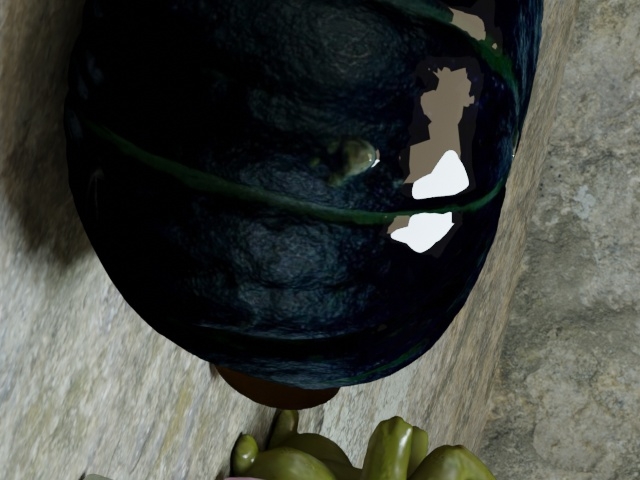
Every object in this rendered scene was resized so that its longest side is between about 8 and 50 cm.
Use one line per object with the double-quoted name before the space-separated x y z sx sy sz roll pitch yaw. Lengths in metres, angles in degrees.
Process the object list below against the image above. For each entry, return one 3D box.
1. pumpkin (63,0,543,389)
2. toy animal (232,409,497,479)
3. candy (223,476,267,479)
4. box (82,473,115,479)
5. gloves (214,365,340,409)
"pumpkin" -0.003 -0.095 1.232 0.363 0.266 0.363 12 90 -79
"toy animal" 0.090 0.251 1.874 0.181 0.363 0.180 10 81 -81
"candy" -0.051 0.359 1.791 0.116 0.155 0.265 -59 160 -59
"box" -0.185 0.288 1.418 0.122 0.032 0.220 -53 155 -59
"gloves" -0.001 0.001 1.738 0.133 0.116 0.294 -32 -153 40
